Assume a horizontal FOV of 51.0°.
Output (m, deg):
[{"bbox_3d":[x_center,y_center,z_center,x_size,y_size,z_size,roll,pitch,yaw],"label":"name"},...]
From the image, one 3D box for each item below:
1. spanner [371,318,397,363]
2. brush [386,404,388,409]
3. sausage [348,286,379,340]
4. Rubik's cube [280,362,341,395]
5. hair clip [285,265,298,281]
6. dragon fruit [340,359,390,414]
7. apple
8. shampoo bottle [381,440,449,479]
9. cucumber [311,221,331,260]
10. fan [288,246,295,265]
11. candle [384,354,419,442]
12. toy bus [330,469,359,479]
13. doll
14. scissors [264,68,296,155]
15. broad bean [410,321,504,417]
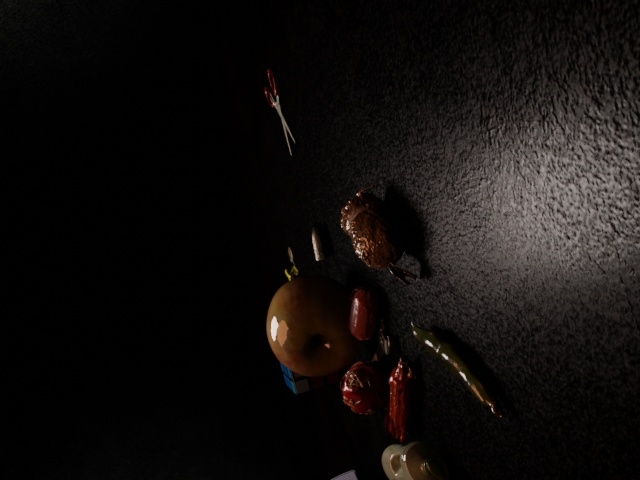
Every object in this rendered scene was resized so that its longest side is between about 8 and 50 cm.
[{"bbox_3d":[0.145,0.289,1.673,0.316,0.024,0.087,98,155,-59],"label":"spanner"},{"bbox_3d":[0.137,0.436,1.796,0.248,0.043,0.036,136,125,-73],"label":"brush"},{"bbox_3d":[0.104,0.174,1.597,0.076,0.076,0.141,-128,38,-56],"label":"sausage"},{"bbox_3d":[-0.042,0.396,2.183,0.160,0.163,0.162,-178,76,-75],"label":"Rubik's cube"},{"bbox_3d":[-0.095,0.177,2.393,0.072,0.046,0.173,-128,27,-46],"label":"hair clip"},{"bbox_3d":[0.110,0.370,1.645,0.246,0.125,0.125,98,-162,-63],"label":"dragon fruit"},{"bbox_3d":[-0.016,0.216,1.745,0.234,0.256,0.257,-112,12,-69],"label":"apple"},{"bbox_3d":[0.214,0.498,1.472,0.118,0.087,0.234,50,160,9],"label":"shampoo bottle"},{"bbox_3d":[0.000,0.000,1.879,0.048,0.048,0.105,-161,59,-72],"label":"cucumber"},{"bbox_3d":[-0.104,0.062,2.402,0.060,0.003,0.080,160,96,-76],"label":"fan"},{"bbox_3d":[0.181,0.360,1.532,0.084,0.059,0.302,47,150,43],"label":"candle"},{"bbox_3d":[0.136,0.917,2.158,0.330,0.109,0.136,-119,9,-45],"label":"toy bus"},{"bbox_3d":[0.113,-0.002,1.338,0.115,0.105,0.221,101,152,-56],"label":"doll"},{"bbox_3d":[-0.118,-0.381,2.010,0.144,0.017,0.248,118,134,-70],"label":"scissors"},{"bbox_3d":[0.238,0.213,1.208,0.297,0.043,0.060,44,156,61],"label":"broad bean"}]
